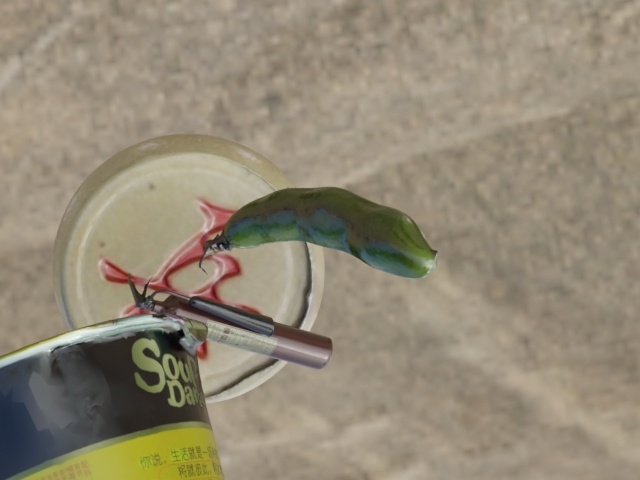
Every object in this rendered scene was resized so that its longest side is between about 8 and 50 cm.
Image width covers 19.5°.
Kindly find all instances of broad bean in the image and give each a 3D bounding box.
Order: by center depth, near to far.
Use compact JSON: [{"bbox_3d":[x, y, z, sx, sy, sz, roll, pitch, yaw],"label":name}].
[{"bbox_3d":[0.000,-0.005,1.367,0.226,0.069,0.039,0,164,43],"label":"broad bean"}]

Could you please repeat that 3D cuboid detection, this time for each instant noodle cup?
[{"bbox_3d":[-0.141,0.190,1.222,0.215,0.236,0.215,-21,166,-5],"label":"instant noodle cup"}]

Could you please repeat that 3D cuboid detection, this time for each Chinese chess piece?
[{"bbox_3d":[-0.120,0.025,1.711,0.249,0.250,0.103,-9,-169,-1],"label":"Chinese chess piece"}]

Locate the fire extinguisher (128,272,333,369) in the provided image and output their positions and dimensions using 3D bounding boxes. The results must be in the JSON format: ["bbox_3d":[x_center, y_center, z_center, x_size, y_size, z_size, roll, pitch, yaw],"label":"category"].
[{"bbox_3d":[-0.069,0.066,1.460,0.173,0.035,0.049,17,-178,-20],"label":"fire extinguisher"}]
